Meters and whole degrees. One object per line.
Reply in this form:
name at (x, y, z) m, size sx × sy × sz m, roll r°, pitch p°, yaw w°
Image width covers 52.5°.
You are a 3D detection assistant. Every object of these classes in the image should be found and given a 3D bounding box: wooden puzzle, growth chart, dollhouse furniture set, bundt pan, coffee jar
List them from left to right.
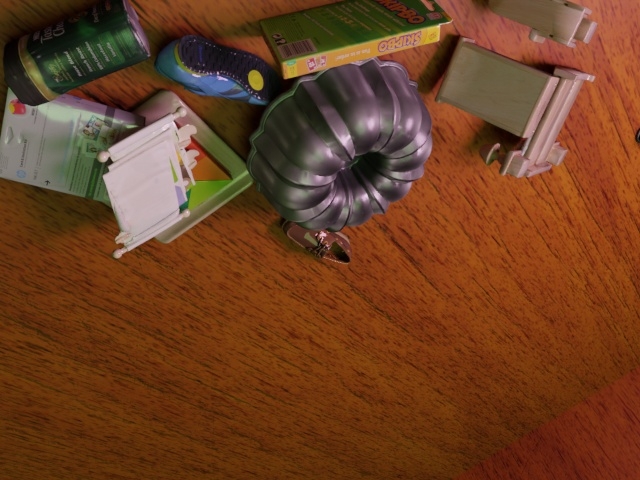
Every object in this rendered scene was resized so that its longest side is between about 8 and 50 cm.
coffee jar at (-0.325, -0.250, 0.861) m, size 0.184 × 0.096 × 0.079 m, roll -24°, pitch 135°, yaw -1°
growth chart at (-0.261, -0.087, 1.011) m, size 0.172 × 0.021 × 0.237 m, roll -32°, pitch 148°, yaw -30°
wooden puzzle at (-0.256, -0.107, 1.077) m, size 0.221 × 0.044 × 0.239 m, roll -34°, pitch 137°, yaw 10°
bundt pan at (0.050, -0.137, 1.088) m, size 0.330 × 0.124 × 0.331 m, roll -21°, pitch 146°, yaw -15°
dollhouse furniture set at (0.381, -0.292, 1.190) m, size 0.355 × 0.174 × 0.303 m, roll -17°, pitch 133°, yaw -54°

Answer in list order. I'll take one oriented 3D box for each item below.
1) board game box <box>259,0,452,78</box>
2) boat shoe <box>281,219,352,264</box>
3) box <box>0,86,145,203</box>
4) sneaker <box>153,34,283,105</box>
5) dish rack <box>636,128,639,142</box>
board game box at (0.052, -0.311, 0.952) m, size 0.259 × 0.124 × 0.039 m, roll -18°, pitch 139°, yaw -7°
boat shoe at (0.000, 0.000, 1.291) m, size 0.178 × 0.060 × 0.064 m, roll 25°, pitch 119°, yaw -40°
box at (-0.369, -0.139, 0.960) m, size 0.186 × 0.038 × 0.145 m, roll 13°, pitch 120°, yaw -21°
sneaker at (-0.151, -0.248, 0.981) m, size 0.209 × 0.069 × 0.082 m, roll 9°, pitch 165°, yaw -44°
dish rack at (0.804, -0.309, 1.346) m, size 0.208 × 0.074 × 0.271 m, roll -12°, pitch 135°, yaw -16°
